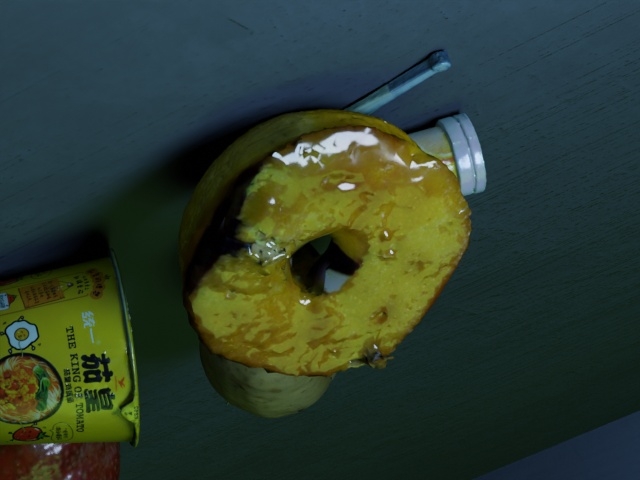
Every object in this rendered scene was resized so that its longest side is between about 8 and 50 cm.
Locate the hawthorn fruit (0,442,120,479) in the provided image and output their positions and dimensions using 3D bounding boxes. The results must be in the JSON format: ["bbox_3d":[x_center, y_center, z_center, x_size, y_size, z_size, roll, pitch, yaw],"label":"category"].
[{"bbox_3d":[-0.329,0.234,1.920,0.253,0.205,0.205,-31,162,3],"label":"hawthorn fruit"}]

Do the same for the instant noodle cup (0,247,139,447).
[{"bbox_3d":[-0.245,0.105,1.682,0.144,0.182,0.182,-7,161,-12],"label":"instant noodle cup"}]

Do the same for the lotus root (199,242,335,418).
[{"bbox_3d":[-0.049,0.086,1.843,0.146,0.160,0.284,18,165,10],"label":"lotus root"}]

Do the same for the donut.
[{"bbox_3d":[-0.001,0.002,1.572,0.253,0.118,0.253,-8,131,-9],"label":"donut"}]

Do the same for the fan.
[{"bbox_3d":[0.033,-0.108,1.573,0.193,0.016,0.038,-31,157,34],"label":"fan"}]

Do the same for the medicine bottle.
[{"bbox_3d":[0.033,-0.050,1.661,0.218,0.074,0.074,-16,163,-7],"label":"medicine bottle"}]
